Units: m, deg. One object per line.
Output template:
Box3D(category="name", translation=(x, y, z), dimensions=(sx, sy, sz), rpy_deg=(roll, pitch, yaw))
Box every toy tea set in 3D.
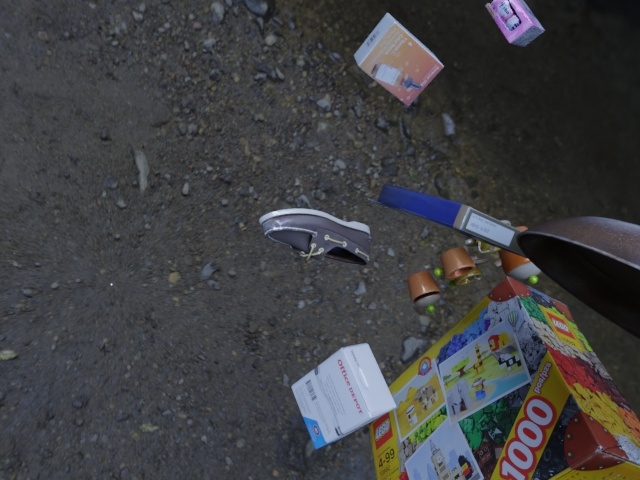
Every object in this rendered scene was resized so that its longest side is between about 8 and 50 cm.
Box3D(category="toy tea set", translation=(0.354, 0.082, 1.070), dimensions=(0.200, 0.336, 0.124), rpy_deg=(1, 61, -34))

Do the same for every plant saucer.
Box3D(category="plant saucer", translation=(0.335, 0.064, 0.436), dimensions=(0.311, 0.310, 0.050), rpy_deg=(34, 92, -17))

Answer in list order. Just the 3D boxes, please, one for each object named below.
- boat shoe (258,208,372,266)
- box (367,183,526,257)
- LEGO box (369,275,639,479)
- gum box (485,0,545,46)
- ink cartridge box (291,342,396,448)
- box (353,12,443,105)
Box3D(category="boat shoe", translation=(0.000, 0.000, 1.115), dimensions=(0.325, 0.117, 0.096), rpy_deg=(11, 65, -42))
Box3D(category="box", translation=(0.177, -0.035, 0.678), dimensions=(0.137, 0.225, 0.036), rpy_deg=(18, 95, -29))
Box3D(category="LEGO box", translation=(0.329, 0.385, 0.941), dimensions=(0.193, 0.500, 0.372), rpy_deg=(25, 31, -20))
Box3D(category="gum box", translation=(0.471, -0.535, 1.135), dimensions=(0.107, 0.062, 0.188), rpy_deg=(57, 37, 3))
Box3D(category="ink cartridge box", translation=(0.045, 0.333, 1.007), dimensions=(0.086, 0.203, 0.148), rpy_deg=(1, 55, -43))
Box3D(category="box", translation=(0.190, -0.442, 1.155), dimensions=(0.171, 0.130, 0.091), rpy_deg=(29, 30, -25))
